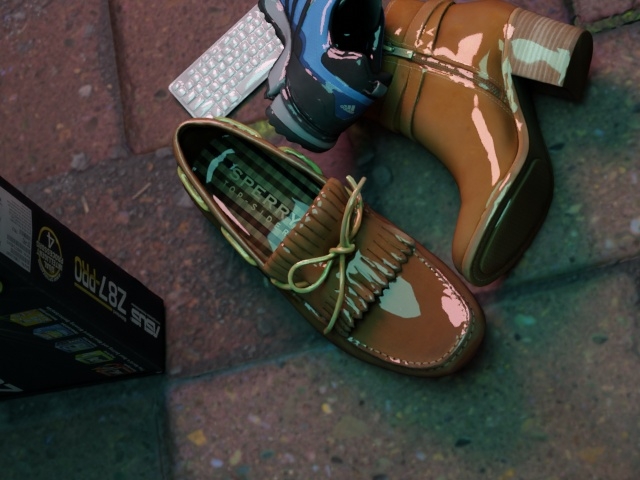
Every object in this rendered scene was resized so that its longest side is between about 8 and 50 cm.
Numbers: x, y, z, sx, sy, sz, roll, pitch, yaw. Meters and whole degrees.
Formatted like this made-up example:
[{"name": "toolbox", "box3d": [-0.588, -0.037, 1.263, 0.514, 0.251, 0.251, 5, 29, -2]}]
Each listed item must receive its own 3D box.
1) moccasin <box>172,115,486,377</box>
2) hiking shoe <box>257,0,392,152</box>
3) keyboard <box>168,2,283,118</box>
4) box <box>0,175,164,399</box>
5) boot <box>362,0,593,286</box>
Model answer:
[{"name": "moccasin", "box3d": [0.002, -0.002, 1.768, 0.139, 0.147, 0.380, -46, 64, 1]}, {"name": "hiking shoe", "box3d": [0.012, -0.234, 1.824, 0.132, 0.113, 0.304, -32, 53, 34]}, {"name": "keyboard", "box3d": [-0.048, -0.225, 1.936, 0.256, 0.014, 0.072, -43, 64, 2]}, {"name": "box", "box3d": [-0.370, 0.059, 1.744, 0.318, 0.395, 0.097, -9, 68, 16]}, {"name": "boot", "box3d": [0.123, -0.108, 1.787, 0.220, 0.109, 0.283, 15, 84, 28]}]
